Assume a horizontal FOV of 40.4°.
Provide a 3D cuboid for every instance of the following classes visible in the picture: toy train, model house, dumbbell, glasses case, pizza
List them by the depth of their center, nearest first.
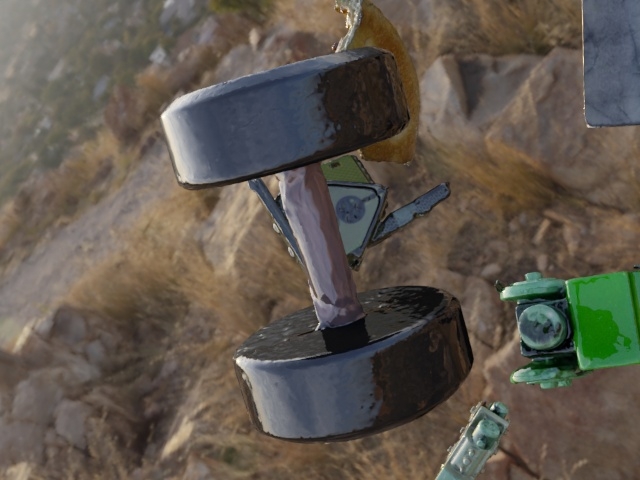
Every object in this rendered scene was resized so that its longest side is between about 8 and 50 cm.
[{"bbox_3d":[0.000,0.000,0.552,0.152,0.218,0.152,-15,9,3],"label":"dumbbell"},{"bbox_3d":[0.314,0.099,1.004,0.188,0.243,0.132,-12,79,24],"label":"toy train"},{"bbox_3d":[0.054,-0.070,1.407,0.279,0.218,0.205,-33,-11,-5],"label":"model house"},{"bbox_3d":[0.494,-0.339,1.440,0.114,0.060,0.299,-1,98,26],"label":"glasses case"},{"bbox_3d":[0.083,-0.249,1.443,0.182,0.365,0.074,-44,46,-12],"label":"pizza"},{"bbox_3d":[0.277,0.379,1.572,0.125,0.081,0.194,-38,-24,-58],"label":"toy train"}]
